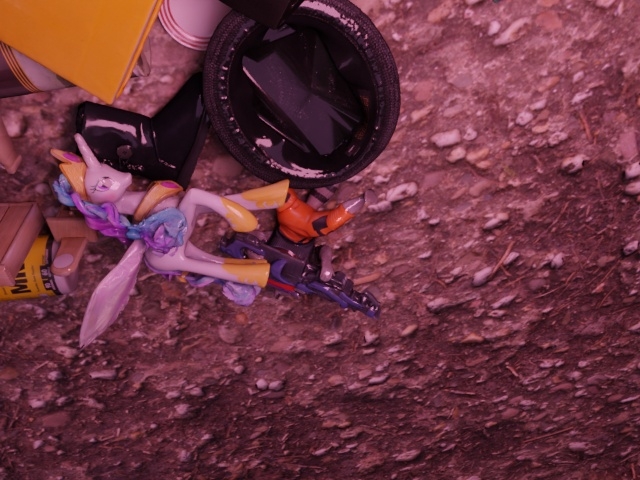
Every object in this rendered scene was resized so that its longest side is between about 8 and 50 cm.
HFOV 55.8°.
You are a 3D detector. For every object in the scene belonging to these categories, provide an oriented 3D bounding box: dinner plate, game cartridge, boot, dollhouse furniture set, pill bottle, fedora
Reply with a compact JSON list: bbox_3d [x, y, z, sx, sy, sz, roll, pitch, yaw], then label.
[{"bbox_3d":[-0.187,-0.372,0.957,0.141,0.017,0.141,-6,128,-8],"label":"dinner plate"},{"bbox_3d":[-0.321,-0.340,0.650,0.323,0.053,0.285,32,131,-14],"label":"game cartridge"},{"bbox_3d":[-0.300,-0.198,1.019,0.207,0.094,0.247,11,130,-23],"label":"boot"},{"bbox_3d":[-0.554,-0.107,0.952,0.302,0.174,0.356,-1,134,1],"label":"dollhouse furniture set"},{"bbox_3d":[-0.580,0.054,1.146,0.208,0.119,0.119,-7,128,-6],"label":"pill bottle"},{"bbox_3d":[-0.032,-0.254,0.990,0.333,0.153,0.334,-3,123,-5],"label":"fedora"}]

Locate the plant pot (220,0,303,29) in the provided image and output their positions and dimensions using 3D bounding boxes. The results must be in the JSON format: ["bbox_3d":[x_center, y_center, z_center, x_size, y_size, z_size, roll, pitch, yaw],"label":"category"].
[{"bbox_3d":[-0.065,-0.388,0.768,0.167,0.187,0.188,43,81,-11],"label":"plant pot"}]

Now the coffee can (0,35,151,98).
[{"bbox_3d":[-0.400,-0.311,0.847,0.275,0.202,0.202,-10,128,-4],"label":"coffee can"}]

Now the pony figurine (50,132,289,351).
[{"bbox_3d":[-0.265,0.003,1.022,0.363,0.303,0.351,12,130,-9],"label":"pony figurine"}]

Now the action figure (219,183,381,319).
[{"bbox_3d":[0.000,0.000,1.186,0.341,0.179,0.330,29,125,-1],"label":"action figure"}]

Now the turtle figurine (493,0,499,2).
[{"bbox_3d":[0.204,-0.454,0.913,0.234,0.118,0.175,10,125,-25],"label":"turtle figurine"}]
